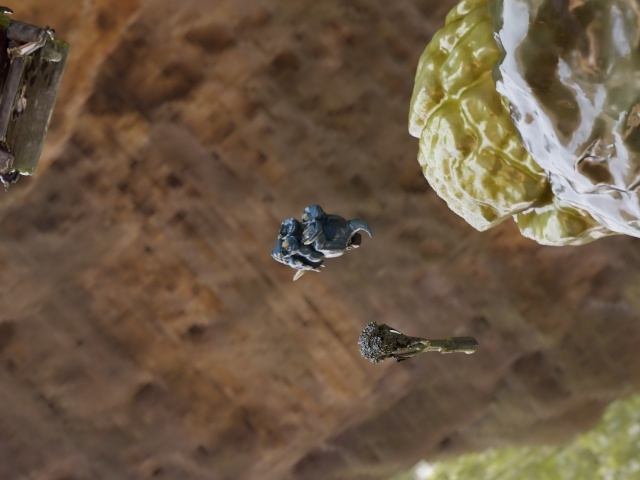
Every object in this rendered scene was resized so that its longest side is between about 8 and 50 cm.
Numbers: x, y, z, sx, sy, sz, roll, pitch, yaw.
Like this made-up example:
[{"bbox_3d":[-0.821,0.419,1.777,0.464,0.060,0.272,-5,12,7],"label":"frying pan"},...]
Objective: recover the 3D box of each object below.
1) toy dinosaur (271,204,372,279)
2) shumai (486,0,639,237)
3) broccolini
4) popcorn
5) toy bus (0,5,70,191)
[{"bbox_3d":[0.000,0.000,1.346,0.047,0.083,0.031,22,-126,-35],"label":"toy dinosaur"},{"bbox_3d":[0.196,-0.098,0.723,0.261,0.222,0.225,68,-137,-62],"label":"shumai"},{"bbox_3d":[0.089,0.090,1.664,0.140,0.030,0.035,0,-128,-44],"label":"broccolini"},{"bbox_3d":[0.202,-0.107,1.488,0.258,0.270,0.224,3,-100,-61],"label":"popcorn"},{"bbox_3d":[-0.261,-0.106,1.071,0.139,0.113,0.301,16,-178,14],"label":"toy bus"}]
